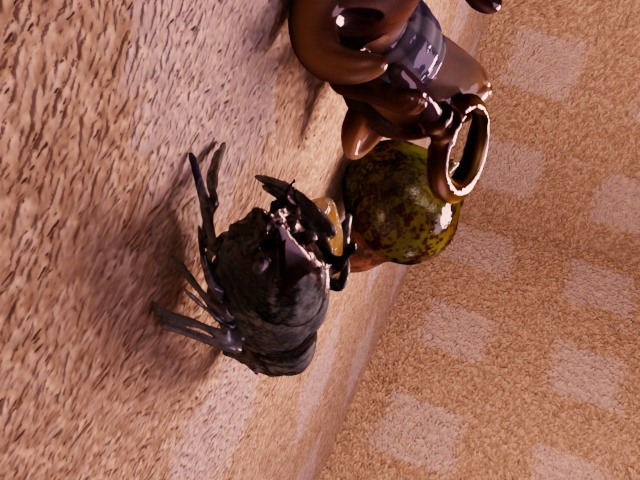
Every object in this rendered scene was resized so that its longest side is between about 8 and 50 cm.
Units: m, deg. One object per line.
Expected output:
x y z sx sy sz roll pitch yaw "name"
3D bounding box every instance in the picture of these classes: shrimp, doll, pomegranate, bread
-0.052 0.044 0.738 0.221 0.166 0.411 -37 150 -19 "shrimp"
0.098 -0.229 0.847 0.340 0.209 0.318 60 34 -66 "doll"
0.122 -0.031 1.277 0.222 0.203 0.277 -88 -164 -76 "pomegranate"
0.000 0.000 1.131 0.214 0.053 0.073 77 31 -63 "bread"
